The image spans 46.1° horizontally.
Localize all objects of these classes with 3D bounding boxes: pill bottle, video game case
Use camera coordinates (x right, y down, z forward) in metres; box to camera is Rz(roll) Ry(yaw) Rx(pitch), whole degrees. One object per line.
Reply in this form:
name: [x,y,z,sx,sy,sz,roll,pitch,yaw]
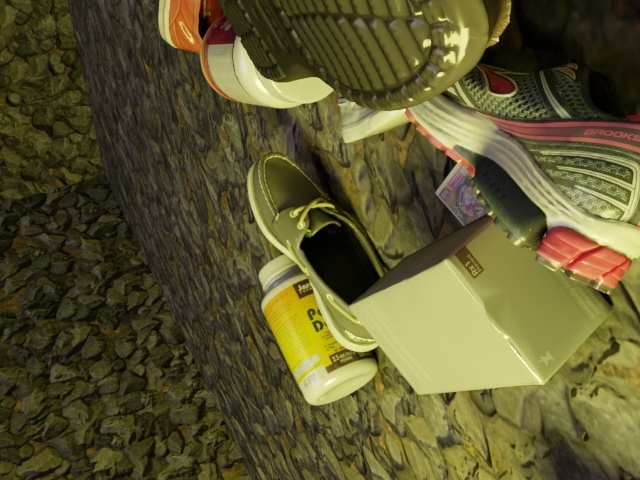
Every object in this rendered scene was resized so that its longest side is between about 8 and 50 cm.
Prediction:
pill bottle: [-0.011,0.125,1.113,0.214,0.117,0.117,61,157,23]
video game case: [0.158,-0.017,0.668,0.122,0.011,0.087,51,158,10]
pill bottle: [-0.062,-0.226,0.927,0.221,0.121,0.121,26,132,62]

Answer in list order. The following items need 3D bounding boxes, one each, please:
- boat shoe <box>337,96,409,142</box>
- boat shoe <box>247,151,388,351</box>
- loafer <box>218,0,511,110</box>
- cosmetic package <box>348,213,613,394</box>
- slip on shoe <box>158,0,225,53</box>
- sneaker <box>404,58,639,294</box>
boat shoe: [0.063,-0.146,0.781,0.184,0.066,0.063,-176,67,-78]
boat shoe: [0.004,-0.002,0.987,0.305,0.109,0.091,58,156,16]
loafer: [0.026,-0.191,0.547,0.133,0.130,0.366,60,169,-26]
cosmetic package: [0.131,0.062,0.687,0.127,0.107,0.238,53,156,-1]
slip on shoe: [-0.168,-0.411,1.079,0.101,0.123,0.331,29,139,13]
sneaker: [0.155,-0.089,0.549,0.112,0.121,0.299,-55,36,21]
